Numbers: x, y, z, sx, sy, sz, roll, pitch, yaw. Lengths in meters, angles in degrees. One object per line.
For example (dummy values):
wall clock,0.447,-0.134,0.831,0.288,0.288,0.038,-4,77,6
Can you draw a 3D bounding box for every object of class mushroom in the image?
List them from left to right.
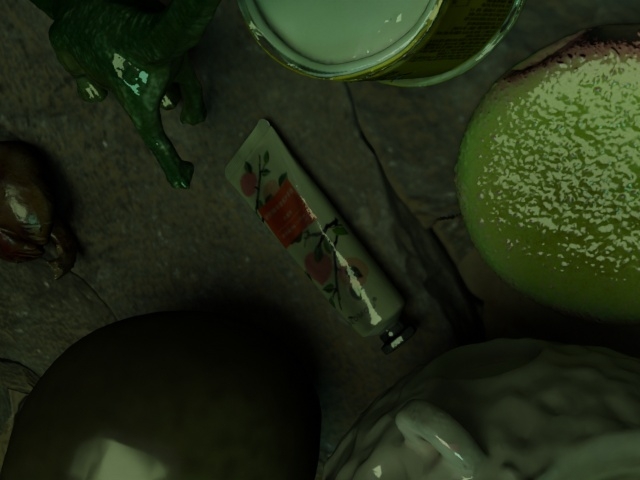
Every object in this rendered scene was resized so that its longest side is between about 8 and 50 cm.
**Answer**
mushroom,-0.337,-0.027,0.694,0.170,0.080,0.135,50,133,4

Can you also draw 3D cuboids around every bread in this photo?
bread,0.209,-0.038,0.448,0.229,0.033,0.228,9,112,23

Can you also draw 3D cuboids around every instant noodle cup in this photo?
instant noodle cup,0.037,-0.183,0.407,0.182,0.144,0.182,10,114,23

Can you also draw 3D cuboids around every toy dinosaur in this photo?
toy dinosaur,-0.158,-0.176,0.444,0.447,0.087,0.301,38,162,20

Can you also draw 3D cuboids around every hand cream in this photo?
hand cream,0.000,0.000,0.564,0.234,0.050,0.080,51,127,7

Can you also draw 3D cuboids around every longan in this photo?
longan,-0.147,0.214,0.596,0.288,0.288,0.350,32,132,11

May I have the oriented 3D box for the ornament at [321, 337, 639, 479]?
ornament,0.149,0.234,0.423,0.337,0.337,0.337,10,114,23
